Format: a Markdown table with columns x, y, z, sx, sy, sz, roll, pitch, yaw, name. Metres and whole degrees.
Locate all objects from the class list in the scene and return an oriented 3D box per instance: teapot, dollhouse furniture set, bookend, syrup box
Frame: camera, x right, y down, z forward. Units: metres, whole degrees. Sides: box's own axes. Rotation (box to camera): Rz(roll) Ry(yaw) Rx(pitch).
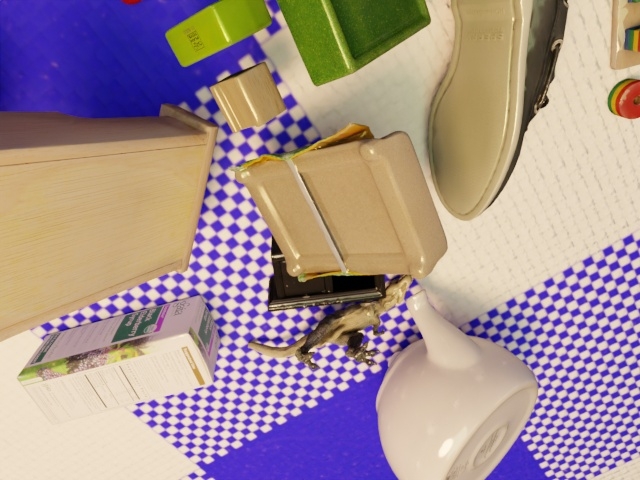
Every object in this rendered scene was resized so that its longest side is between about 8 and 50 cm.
| x | y | z | sx | sy | sz | roll | pitch | yaw | name |
| --- | --- | --- | --- | --- | --- | --- | --- | --- | --- |
| 0.170 | 0.235 | 0.685 | 0.252 | 0.187 | 0.256 | 30 | 95 | -48 | teapot |
| 0.016 | -0.117 | 0.488 | 0.197 | 0.151 | 0.302 | -2 | 124 | 41 | dollhouse furniture set |
| -0.342 | -0.097 | 0.452 | 0.394 | 0.256 | 0.362 | 28 | 115 | 19 | dollhouse furniture set |
| 0.000 | 0.000 | 0.607 | 0.156 | 0.072 | 0.157 | -6 | 117 | -1 | bookend |
| -0.268 | 0.164 | 0.655 | 0.236 | 0.093 | 0.096 | -16 | 117 | 3 | syrup box |

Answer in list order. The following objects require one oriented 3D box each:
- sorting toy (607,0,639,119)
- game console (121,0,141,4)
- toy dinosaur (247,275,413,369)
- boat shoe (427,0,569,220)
| x | y | z | sx | sy | sz | roll | pitch | yaw | name |
| --- | --- | --- | --- | --- | --- | --- | --- | --- | --- |
| 0.398 | -0.278 | 0.515 | 0.132 | 0.046 | 0.275 | -14 | 117 | 2 | sorting toy |
| -0.168 | -0.330 | 0.459 | 0.143 | 0.085 | 0.124 | -22 | 148 | 7 | game console |
| 0.018 | 0.130 | 0.648 | 0.268 | 0.118 | 0.064 | -23 | 106 | 6 | toy dinosaur |
| 0.200 | -0.183 | 0.510 | 0.113 | 0.127 | 0.340 | -18 | 121 | -24 | boat shoe |
